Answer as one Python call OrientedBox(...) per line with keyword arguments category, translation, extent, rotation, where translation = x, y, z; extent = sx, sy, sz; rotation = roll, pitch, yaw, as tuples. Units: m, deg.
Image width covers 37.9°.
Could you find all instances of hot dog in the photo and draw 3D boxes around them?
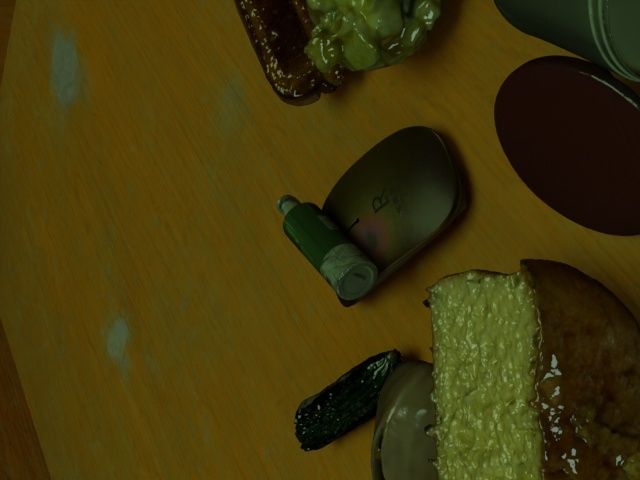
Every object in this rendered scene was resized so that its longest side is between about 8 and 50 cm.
OrientedBox(category="hot dog", translation=(-0.044, -0.358, 1.364), extent=(0.158, 0.117, 0.348), rotation=(-33, 69, 22))

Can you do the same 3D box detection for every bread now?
OrientedBox(category="bread", translation=(0.229, 0.181, 0.932), extent=(0.194, 0.179, 0.339), rotation=(1, 95, 58))

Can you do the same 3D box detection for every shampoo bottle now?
OrientedBox(category="shampoo bottle", translation=(0.000, 0.000, 1.247), extent=(0.204, 0.065, 0.065), rotation=(47, 129, 45))

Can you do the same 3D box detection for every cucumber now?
OrientedBox(category="cucumber", translation=(0.045, 0.223, 1.305), extent=(0.265, 0.077, 0.077), rotation=(-41, 59, 48))

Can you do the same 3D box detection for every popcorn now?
OrientedBox(category="popcorn", translation=(0.056, -0.296, 1.152), extent=(0.167, 0.188, 0.185), rotation=(35, 117, 50))

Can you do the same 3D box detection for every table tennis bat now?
OrientedBox(category="table tennis bat", translation=(0.275, -0.084, 0.878), extent=(0.310, 0.038, 0.200), rotation=(12, 137, 60))

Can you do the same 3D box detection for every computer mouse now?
OrientedBox(category="computer mouse", translation=(0.077, -0.026, 1.245), extent=(0.310, 0.072, 0.158), rotation=(-44, 54, 49))

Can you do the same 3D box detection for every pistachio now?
OrientedBox(category="pistachio", translation=(0.126, 0.241, 1.121), extent=(0.126, 0.152, 0.223), rotation=(31, 136, 48))

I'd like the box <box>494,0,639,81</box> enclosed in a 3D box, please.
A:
OrientedBox(category="box", translation=(0.272, -0.260, 0.793), extent=(0.149, 0.226, 0.226), rotation=(43, 127, 47))
